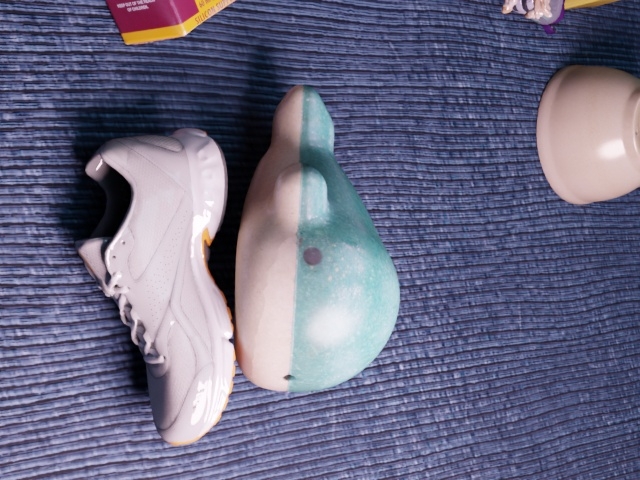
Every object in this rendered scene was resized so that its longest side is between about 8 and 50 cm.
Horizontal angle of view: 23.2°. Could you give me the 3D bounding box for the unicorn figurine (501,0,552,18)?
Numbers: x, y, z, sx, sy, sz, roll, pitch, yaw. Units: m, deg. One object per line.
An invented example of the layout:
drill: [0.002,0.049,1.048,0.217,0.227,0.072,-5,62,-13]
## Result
unicorn figurine: [0.196,-0.302,1.636,0.060,0.162,0.111,-20,131,-50]

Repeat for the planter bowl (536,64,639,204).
planter bowl: [0.335,-0.123,1.768,0.162,0.109,0.162,1,88,-46]

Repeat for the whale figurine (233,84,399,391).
whale figurine: [0.000,0.000,1.356,0.216,0.141,0.272,96,-2,-58]

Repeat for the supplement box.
supplement box: [-0.141,-0.270,1.285,0.104,0.081,0.188,-42,118,-38]

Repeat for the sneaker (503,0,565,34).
sneaker: [0.262,-0.344,1.728,0.098,0.083,0.223,31,78,-54]

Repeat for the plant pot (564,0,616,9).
plant pot: [0.323,-0.309,1.775,0.081,0.083,0.081,-13,99,-47]

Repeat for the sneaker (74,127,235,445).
sneaker: [-0.146,0.039,1.282,0.121,0.099,0.262,-1,85,-36]
